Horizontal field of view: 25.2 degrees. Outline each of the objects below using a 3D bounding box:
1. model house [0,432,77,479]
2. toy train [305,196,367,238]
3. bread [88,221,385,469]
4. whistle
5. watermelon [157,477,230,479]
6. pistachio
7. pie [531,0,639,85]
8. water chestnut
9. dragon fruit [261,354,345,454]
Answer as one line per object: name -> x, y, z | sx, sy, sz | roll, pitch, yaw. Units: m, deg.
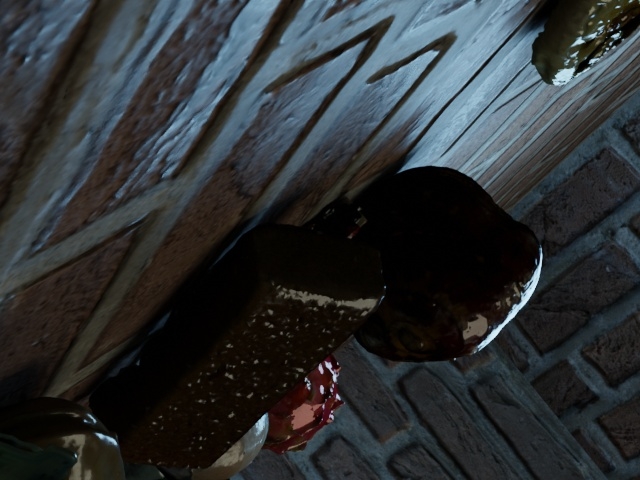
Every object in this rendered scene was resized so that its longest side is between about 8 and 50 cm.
model house -> -0.224, 0.300, 1.257 | 0.312, 0.242, 0.358 | 18, 131, -26
toy train -> 0.000, 0.000, 1.797 | 0.138, 0.050, 0.087 | -41, 177, 6
bread -> -0.104, 0.126, 1.635 | 0.165, 0.113, 0.416 | 11, 142, -33
whistle -> -0.189, 0.257, 1.995 | 0.189, 0.189, 0.348 | -32, -178, -42
watermelon -> -0.268, 0.418, 2.270 | 0.269, 0.269, 0.269 | -38, 173, -6
pistachio -> -0.299, 0.245, 1.419 | 0.212, 0.163, 0.260 | -21, 148, -20
pie -> 0.378, -0.305, 1.671 | 0.339, 0.077, 0.339 | -38, 173, -5
water chestnut -> 0.156, 0.034, 1.935 | 0.244, 0.289, 0.289 | 0, 149, -37
dragon fruit -> -0.077, 0.213, 2.138 | 0.210, 0.205, 0.268 | 1, 176, -28
